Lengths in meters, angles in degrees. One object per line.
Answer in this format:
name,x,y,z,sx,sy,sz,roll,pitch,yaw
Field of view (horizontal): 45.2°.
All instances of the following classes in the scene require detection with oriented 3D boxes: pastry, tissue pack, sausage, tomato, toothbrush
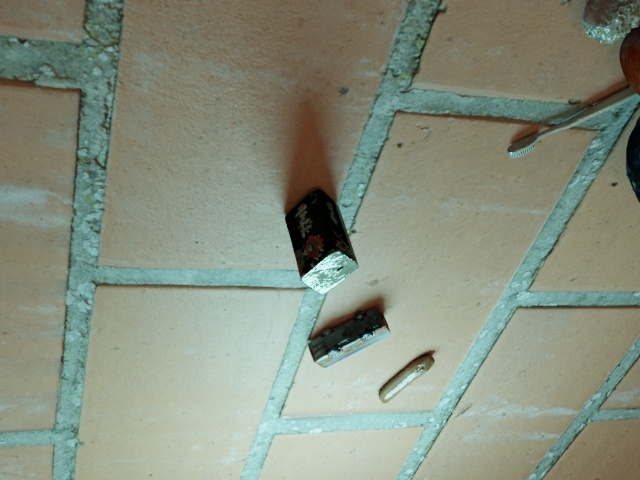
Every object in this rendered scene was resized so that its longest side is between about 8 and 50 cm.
pastry,0.521,-0.441,1.241,0.112,0.103,0.265,10,124,-48
tissue pack,-0.001,0.000,1.449,0.103,0.170,0.090,-39,132,22
sausage,0.215,0.352,1.950,0.043,0.043,0.186,27,120,-36
tomato,0.604,-0.328,1.351,0.167,0.167,0.167,-9,135,-9
toothbrush,0.505,-0.236,1.489,0.307,0.025,0.029,-27,143,9

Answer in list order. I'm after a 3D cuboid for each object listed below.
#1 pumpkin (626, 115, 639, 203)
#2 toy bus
pumpkin,0.769,-0.166,1.472,0.363,0.266,0.363,-11,140,-9
toy bus,0.068,0.223,1.766,0.192,0.065,0.077,-28,146,10
